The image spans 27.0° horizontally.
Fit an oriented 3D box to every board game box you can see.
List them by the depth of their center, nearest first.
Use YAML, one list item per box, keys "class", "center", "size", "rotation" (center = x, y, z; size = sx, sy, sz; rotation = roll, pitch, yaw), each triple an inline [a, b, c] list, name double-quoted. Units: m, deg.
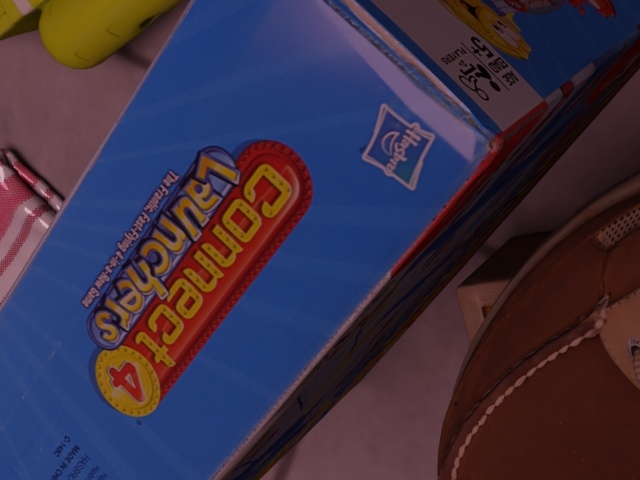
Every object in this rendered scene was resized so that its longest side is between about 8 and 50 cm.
- class: "board game box"
  center: [0.000, 0.000, 0.515]
  size: [0.086, 0.302, 0.308]
  rotation: [43, 124, 7]

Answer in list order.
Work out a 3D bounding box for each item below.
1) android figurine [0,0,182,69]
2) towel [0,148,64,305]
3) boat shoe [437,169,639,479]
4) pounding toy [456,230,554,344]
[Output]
- class: "android figurine"
  center: [-0.159, -0.207, 0.673]
  size: [0.273, 0.056, 0.248]
  rotation: [-27, 94, 32]
- class: "towel"
  center: [-0.159, 0.058, 0.789]
  size: [0.197, 0.029, 0.144]
  rotation: [45, 123, 7]
- class: "boat shoe"
  center: [0.149, 0.025, 0.433]
  size: [0.123, 0.116, 0.324]
  rotation: [44, 124, -3]
- class: "pounding toy"
  center: [0.139, 0.047, 0.576]
  size: [0.141, 0.100, 0.130]
  rotation: [-9, 104, 31]
